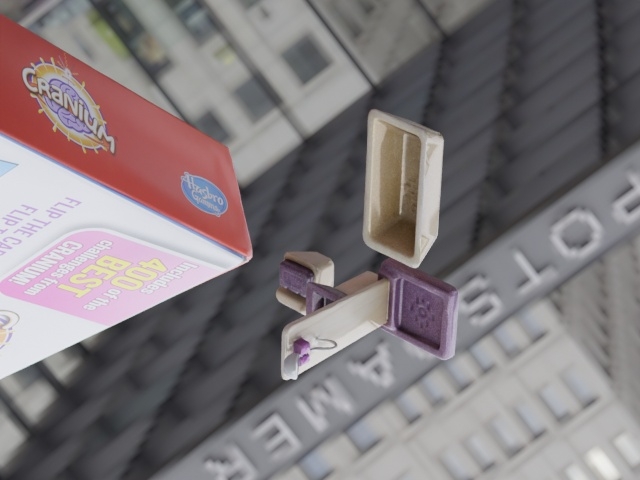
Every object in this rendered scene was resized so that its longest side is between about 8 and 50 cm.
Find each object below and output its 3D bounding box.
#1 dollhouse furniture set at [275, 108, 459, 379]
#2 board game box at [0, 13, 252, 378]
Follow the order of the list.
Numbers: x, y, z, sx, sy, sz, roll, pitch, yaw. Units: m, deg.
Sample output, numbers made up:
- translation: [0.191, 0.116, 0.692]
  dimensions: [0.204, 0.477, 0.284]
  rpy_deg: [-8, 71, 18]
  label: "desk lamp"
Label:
- translation: [0.000, 0.000, 0.803]
  dimensions: [0.091, 0.114, 0.081]
  rpy_deg: [26, -143, 36]
  label: "dollhouse furniture set"
- translation: [-0.218, -0.018, 0.807]
  dimensions: [0.242, 0.064, 0.316]
  rpy_deg: [-25, 150, 24]
  label: "board game box"
